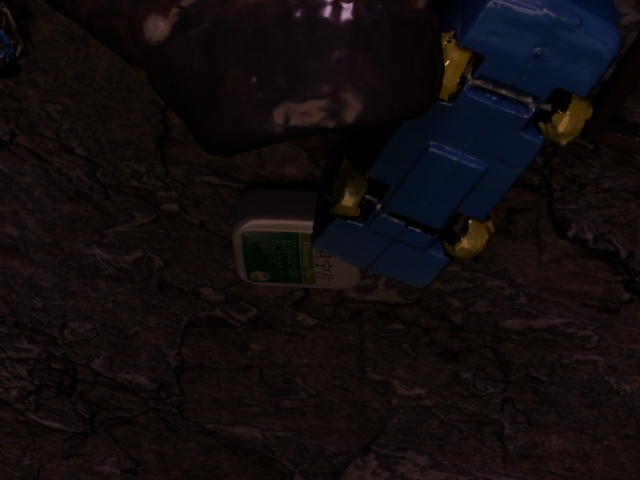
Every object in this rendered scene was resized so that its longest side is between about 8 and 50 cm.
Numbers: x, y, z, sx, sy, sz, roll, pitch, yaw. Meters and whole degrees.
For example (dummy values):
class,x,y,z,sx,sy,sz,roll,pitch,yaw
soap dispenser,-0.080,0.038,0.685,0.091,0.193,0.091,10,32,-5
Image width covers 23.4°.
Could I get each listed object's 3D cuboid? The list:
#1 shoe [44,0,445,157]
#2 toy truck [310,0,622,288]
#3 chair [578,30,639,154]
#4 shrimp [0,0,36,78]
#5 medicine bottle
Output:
class,x,y,z,sx,sy,sz,roll,pitch,yaw
shoe,-0.085,-0.188,1.294,0.384,0.171,0.237,4,97,15
toy truck,0.124,-0.117,1.437,0.161,0.162,0.385,20,138,-14
chair,0.383,-0.124,1.322,0.203,0.240,0.416,13,140,-10
shrimp,-0.407,-0.242,1.454,0.222,0.054,0.290,-18,131,27
medicine bottle,0.000,0.000,1.676,0.183,0.069,0.119,2,138,5
